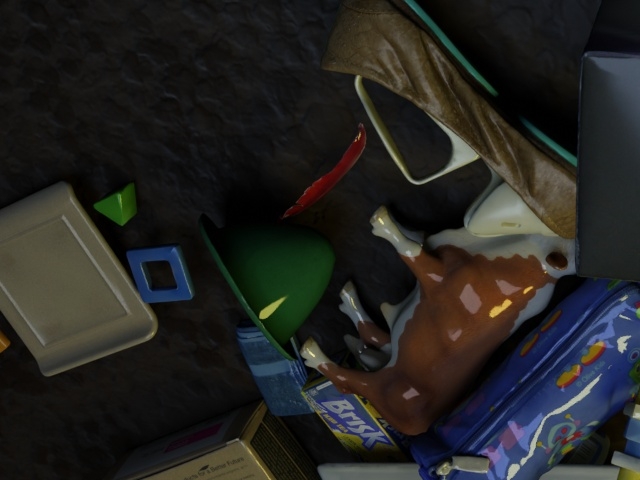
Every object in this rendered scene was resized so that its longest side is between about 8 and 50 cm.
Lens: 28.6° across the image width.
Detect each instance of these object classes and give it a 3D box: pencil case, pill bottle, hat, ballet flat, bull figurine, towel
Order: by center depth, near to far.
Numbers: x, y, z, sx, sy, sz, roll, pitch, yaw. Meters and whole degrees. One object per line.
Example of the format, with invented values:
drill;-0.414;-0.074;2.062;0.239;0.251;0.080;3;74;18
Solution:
ballet flat;0.136;-0.083;1.096;0.342;0.116;0.124;41;103;-3
pencil case;0.212;0.141;1.156;0.306;0.133;0.119;-46;65;12
bull figurine;0.116;0.060;1.218;0.188;0.101;0.310;33;120;7
hat;0.000;0.000;1.225;0.183;0.208;0.173;-34;100;2
pill bottle;0.217;0.189;1.271;0.137;0.078;0.078;38;125;-4
towel;-0.047;0.139;1.368;0.067;0.029;0.119;-10;116;26

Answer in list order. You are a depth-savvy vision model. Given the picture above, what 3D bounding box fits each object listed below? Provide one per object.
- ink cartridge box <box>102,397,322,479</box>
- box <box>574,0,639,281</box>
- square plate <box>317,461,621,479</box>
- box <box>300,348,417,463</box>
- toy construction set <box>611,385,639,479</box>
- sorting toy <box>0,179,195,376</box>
ink cartridge box;-0.112;0.309;1.460;0.234;0.088;0.193;-24;108;31
box;0.352;-0.105;0.909;0.296;0.294;0.183;5;122;17
square plate;0.204;0.357;1.344;0.347;0.049;0.344;-4;132;26
box;0.055;0.199;1.352;0.059;0.054;0.169;-29;106;32
toy construction set;0.424;0.227;1.088;0.327;0.215;0.151;32;93;27
sorting toy;-0.289;0.041;1.390;0.347;0.047;0.196;-21;107;29
